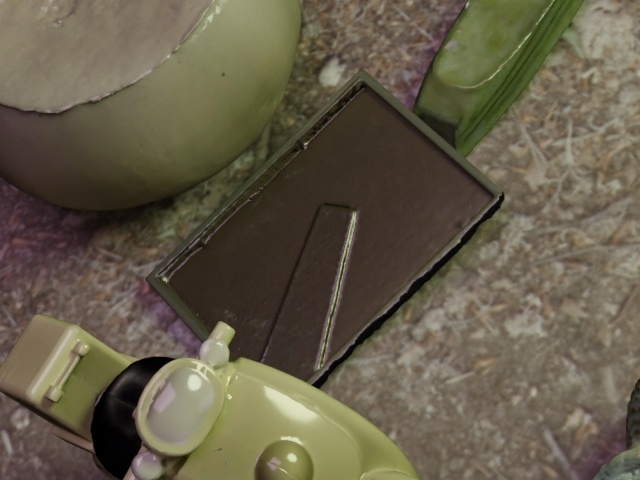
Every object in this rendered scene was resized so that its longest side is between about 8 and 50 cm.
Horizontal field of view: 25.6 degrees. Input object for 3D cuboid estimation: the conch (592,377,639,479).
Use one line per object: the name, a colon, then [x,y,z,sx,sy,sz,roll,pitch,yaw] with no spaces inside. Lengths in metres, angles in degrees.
conch: [0.273,0.139,0.978,0.135,0.102,0.153,48,117,22]

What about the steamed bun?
steamed bun: [-0.172,-0.175,1.241,0.324,0.206,0.324,-7,63,15]

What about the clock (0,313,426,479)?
clock: [-0.052,0.153,0.938,0.379,0.276,0.120,3,60,57]

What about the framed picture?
framed picture: [0.000,0.000,1.181,0.265,0.018,0.192,-44,58,-1]

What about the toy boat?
toy boat: [0.175,-0.206,1.231,0.093,0.055,0.293,29,75,27]
